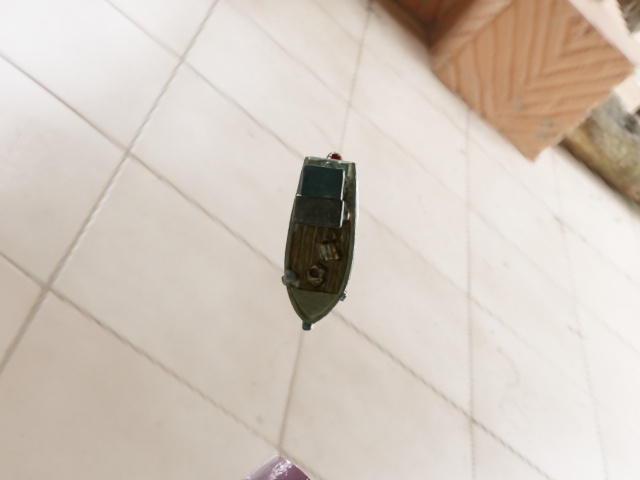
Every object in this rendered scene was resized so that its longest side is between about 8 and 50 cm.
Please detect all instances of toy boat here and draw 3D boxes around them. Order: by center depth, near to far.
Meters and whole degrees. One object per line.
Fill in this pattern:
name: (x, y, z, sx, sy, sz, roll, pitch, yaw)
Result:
toy boat: (0.000, 0.000, 1.003, 0.069, 0.173, 0.059, 8, 5, 14)

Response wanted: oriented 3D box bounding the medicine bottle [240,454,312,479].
medicine bottle: (-0.108, 0.393, 1.263, 0.254, 0.152, 0.152, -35, 82, -25)
